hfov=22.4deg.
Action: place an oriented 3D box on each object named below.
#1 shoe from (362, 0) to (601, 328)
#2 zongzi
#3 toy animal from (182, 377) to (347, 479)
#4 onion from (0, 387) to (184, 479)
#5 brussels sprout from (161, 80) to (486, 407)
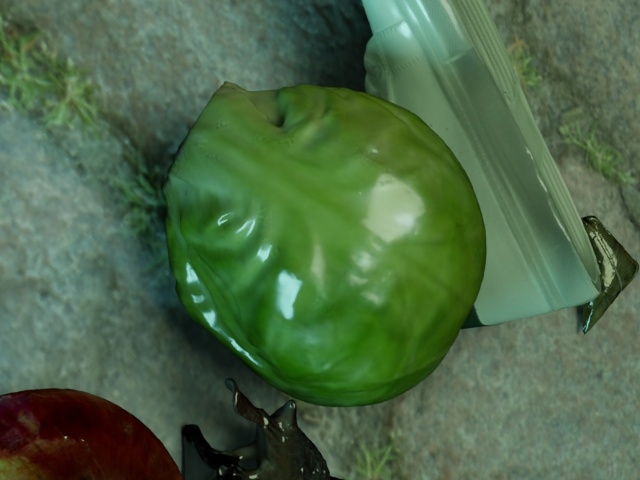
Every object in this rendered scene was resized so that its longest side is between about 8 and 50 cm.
[{"bbox_3d":[0.079,-0.084,1.254,0.363,0.160,0.132,61,18,-20],"label":"shoe"},{"bbox_3d":[0.236,0.028,1.438,0.076,0.040,0.083,46,75,-14],"label":"zongzi"},{"bbox_3d":[-0.023,0.170,1.187,0.202,0.070,0.105,32,107,-38],"label":"toy animal"},{"bbox_3d":[-0.170,0.203,1.008,0.230,0.163,0.230,2,87,-31],"label":"onion"},{"bbox_3d":[0.000,0.000,1.143,0.244,0.244,0.244,8,77,-37],"label":"brussels sprout"}]
